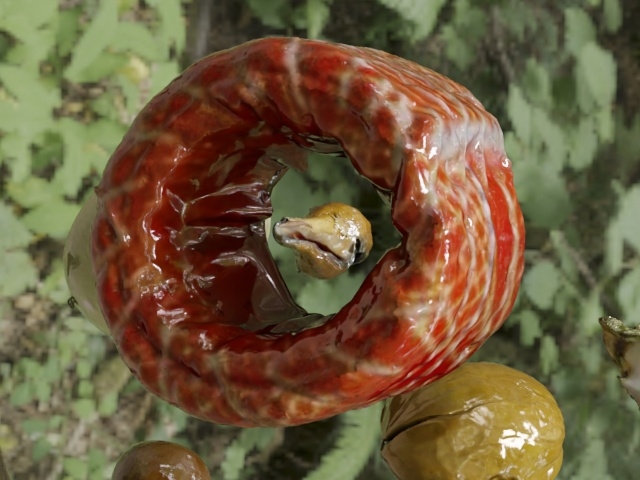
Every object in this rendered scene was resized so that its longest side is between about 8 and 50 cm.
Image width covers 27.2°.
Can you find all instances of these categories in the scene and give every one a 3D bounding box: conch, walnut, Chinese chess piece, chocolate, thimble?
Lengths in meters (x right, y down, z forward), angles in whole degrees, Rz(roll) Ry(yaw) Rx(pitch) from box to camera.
[{"bbox_3d":[-0.002,0.004,1.532,0.233,0.080,0.086,-24,86,-58],"label":"conch"},{"bbox_3d":[0.163,0.177,1.335,0.167,0.211,0.087,59,-36,39],"label":"walnut"},{"bbox_3d":[-0.184,0.006,1.610,0.273,0.102,0.273,-33,148,-23],"label":"Chinese chess piece"},{"bbox_3d":[-0.256,0.410,2.128,0.177,0.177,0.176,3,90,-72],"label":"chocolate"},{"bbox_3d":[-0.009,-0.012,1.149,0.231,0.350,0.350,-1,93,-63],"label":"thimble"}]

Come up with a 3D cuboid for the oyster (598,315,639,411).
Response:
[{"bbox_3d":[0.351,0.124,1.150,0.072,0.209,0.132,-63,147,-61],"label":"oyster"}]

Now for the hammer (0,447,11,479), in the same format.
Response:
[{"bbox_3d":[-0.336,0.231,1.353,0.365,0.043,0.111,58,-46,40],"label":"hammer"}]
